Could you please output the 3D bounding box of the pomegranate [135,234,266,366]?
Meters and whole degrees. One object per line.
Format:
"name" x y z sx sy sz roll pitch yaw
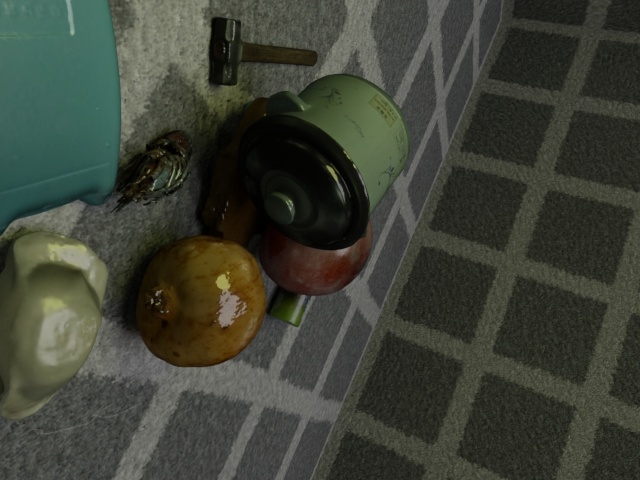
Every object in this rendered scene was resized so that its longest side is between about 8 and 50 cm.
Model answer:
"pomegranate" -0.214 0.109 0.875 0.248 0.248 0.249 -47 147 -44

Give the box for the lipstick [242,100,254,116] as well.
"lipstick" -0.103 -0.272 1.047 0.158 0.048 0.048 -26 130 -59

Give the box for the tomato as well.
"tomato" 0.000 0.000 1.100 0.270 0.227 0.270 -49 161 -24

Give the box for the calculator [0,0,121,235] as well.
"calculator" -0.342 -0.190 0.571 0.256 0.054 0.387 -36 138 -54

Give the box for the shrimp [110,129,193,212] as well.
"shrimp" -0.257 -0.100 0.761 0.233 0.090 0.079 -70 -179 -52

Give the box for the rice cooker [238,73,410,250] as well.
"rice cooker" 0.006 -0.134 0.872 0.316 0.264 0.317 0 91 -50

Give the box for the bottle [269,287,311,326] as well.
"bottle" -0.039 0.078 1.398 0.330 0.093 0.093 -67 157 -11

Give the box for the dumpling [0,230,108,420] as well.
"dumpling" -0.365 0.115 0.654 0.162 0.132 0.251 12 86 -60

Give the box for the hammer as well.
"hammer" -0.095 -0.376 0.998 0.365 0.043 0.111 -32 135 -58

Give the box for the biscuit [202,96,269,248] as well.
"biscuit" -0.109 -0.141 1.079 0.394 0.076 0.369 -29 143 -56
